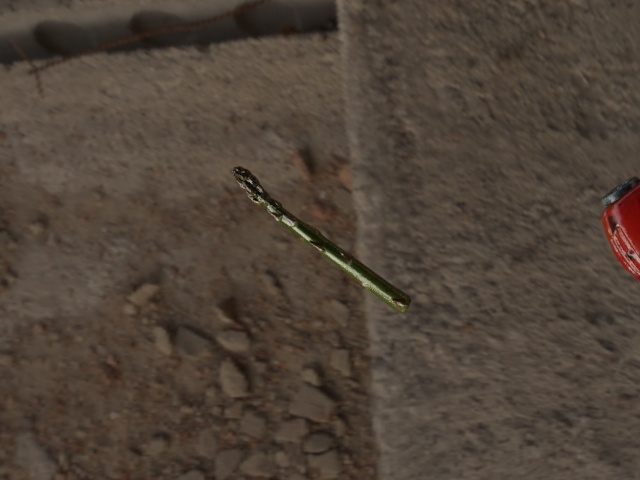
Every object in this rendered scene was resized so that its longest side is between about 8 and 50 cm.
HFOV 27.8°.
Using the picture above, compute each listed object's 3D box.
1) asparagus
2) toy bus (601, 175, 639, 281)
[{"bbox_3d":[0.000,0.000,1.403,0.248,0.024,0.025,38,69,-11],"label":"asparagus"},{"bbox_3d":[0.284,-0.044,0.870,0.195,0.089,0.081,-34,87,-16],"label":"toy bus"}]
